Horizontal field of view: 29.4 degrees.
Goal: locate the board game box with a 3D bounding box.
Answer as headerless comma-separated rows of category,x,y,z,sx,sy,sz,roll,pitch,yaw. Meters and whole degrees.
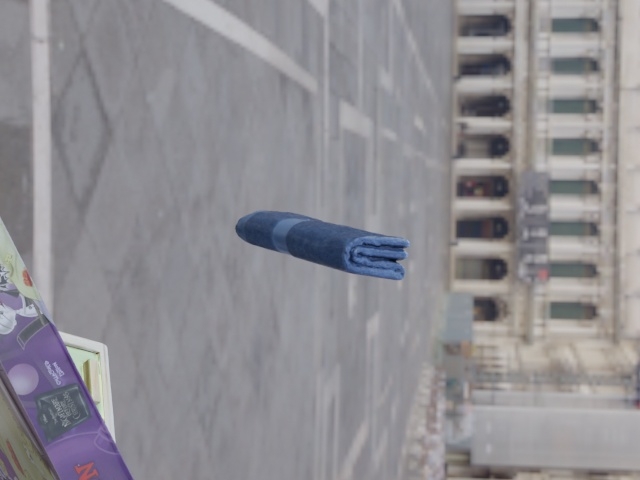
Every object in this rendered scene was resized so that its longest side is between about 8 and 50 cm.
board game box,-0.207,0.102,0.808,0.347,0.056,0.208,63,-25,-3

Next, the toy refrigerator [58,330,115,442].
toy refrigerator,-0.261,0.222,1.193,0.102,0.094,0.269,22,42,-38

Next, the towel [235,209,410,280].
towel,0.000,0.000,0.839,0.067,0.119,0.029,8,95,-44
